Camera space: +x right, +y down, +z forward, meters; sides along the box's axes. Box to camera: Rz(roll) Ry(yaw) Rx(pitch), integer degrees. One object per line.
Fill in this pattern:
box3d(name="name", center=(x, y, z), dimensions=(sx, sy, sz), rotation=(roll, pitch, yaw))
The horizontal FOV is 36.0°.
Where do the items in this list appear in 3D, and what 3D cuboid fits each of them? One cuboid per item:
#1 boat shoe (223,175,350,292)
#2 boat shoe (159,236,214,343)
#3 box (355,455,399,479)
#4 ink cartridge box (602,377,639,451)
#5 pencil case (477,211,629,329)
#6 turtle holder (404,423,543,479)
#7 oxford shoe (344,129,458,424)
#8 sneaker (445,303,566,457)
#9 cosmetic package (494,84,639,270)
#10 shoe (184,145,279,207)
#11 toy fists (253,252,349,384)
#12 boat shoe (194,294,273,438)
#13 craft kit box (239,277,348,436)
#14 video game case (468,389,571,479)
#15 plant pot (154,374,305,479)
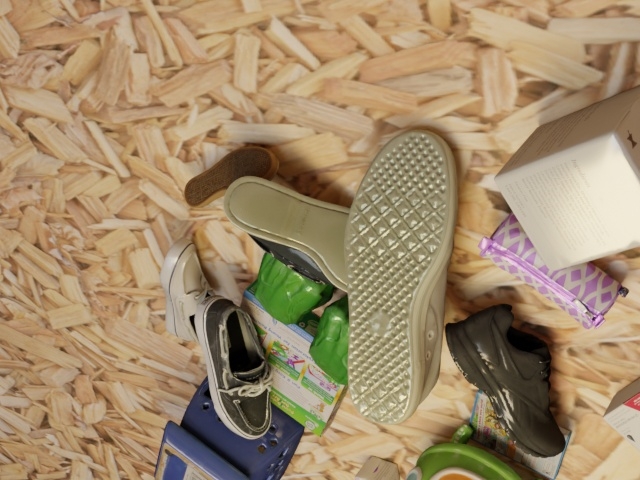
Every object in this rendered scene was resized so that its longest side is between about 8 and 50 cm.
box3d(name="boat shoe", center=(-0.002, 0.004, 1.605), dimensions=(0.340, 0.127, 0.113), rotation=(22, 173, -5))
box3d(name="boat shoe", center=(-0.249, 0.105, 1.896), dimensions=(0.088, 0.096, 0.267), rotation=(25, 135, 16))
box3d(name="box", center=(0.133, 0.576, 1.977), dimensions=(0.063, 0.067, 0.324), rotation=(11, 128, 32))
box3d(name="ink cartridge box", center=(0.512, 0.271, 1.444), dimensions=(0.150, 0.063, 0.109), rotation=(42, 138, 5))
box3d(name="pencil case", center=(0.326, 0.046, 1.400), dimensions=(0.206, 0.088, 0.086), rotation=(35, 135, 13))
box3d(name="turtle holder", center=(0.223, 0.497, 1.718), dimensions=(0.243, 0.227, 0.320), rotation=(47, 143, -6))
box3d(name="oxford shoe", center=(0.127, 0.054, 1.493), dimensions=(0.169, 0.130, 0.449), rotation=(11, 103, 30))
box3d(name="sneaker", center=(0.313, 0.220, 1.527), dimensions=(0.130, 0.109, 0.286), rotation=(-33, 110, 15))
box3d(name="cosmetic package", center=(0.352, -0.079, 1.236), dimensions=(0.183, 0.151, 0.151), rotation=(-21, 108, 47))
box3d(name="shoe", center=(-0.144, -0.107, 1.685), dimensions=(0.219, 0.058, 0.077), rotation=(-17, 77, 40))
box3d(name="toy fists", center=(0.004, 0.116, 1.697), dimensions=(0.279, 0.096, 0.142), rotation=(47, 144, 13))
box3d(name="boat shoe", center=(-0.139, 0.245, 1.826), dimensions=(0.105, 0.113, 0.306), rotation=(14, 122, 49))
box3d(name="craft kit box", center=(-0.057, 0.224, 1.865), dimensions=(0.250, 0.061, 0.247), rotation=(35, 134, 12))
box3d(name="video game case", center=(0.332, 0.328, 1.665), dimensions=(0.166, 0.015, 0.119), rotation=(24, 134, 22))
box3d(name="plant pot", center=(-0.202, 0.434, 2.024), dimensions=(0.236, 0.212, 0.236), rotation=(34, 137, 14))
